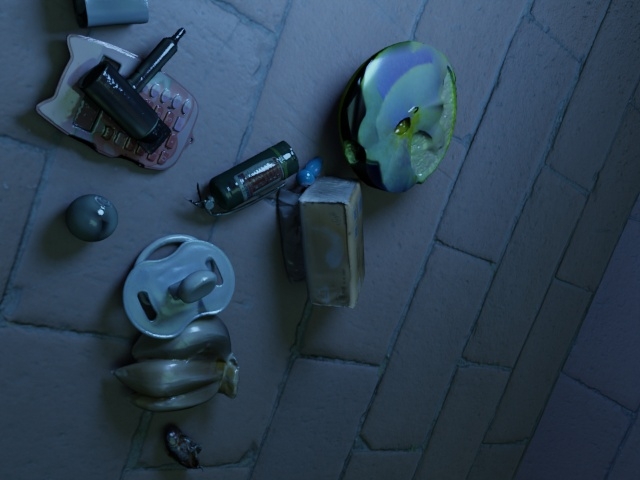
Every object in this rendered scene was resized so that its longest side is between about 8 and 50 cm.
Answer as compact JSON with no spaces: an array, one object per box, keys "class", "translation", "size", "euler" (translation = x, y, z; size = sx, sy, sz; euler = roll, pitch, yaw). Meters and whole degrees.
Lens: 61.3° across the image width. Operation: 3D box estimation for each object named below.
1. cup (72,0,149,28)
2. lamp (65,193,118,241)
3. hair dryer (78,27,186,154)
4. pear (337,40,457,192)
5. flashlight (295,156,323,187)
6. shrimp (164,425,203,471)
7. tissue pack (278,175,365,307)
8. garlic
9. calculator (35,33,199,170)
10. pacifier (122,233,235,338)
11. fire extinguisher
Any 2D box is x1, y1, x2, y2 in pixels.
[{"class":"cup","translation":[-0.414,-0.481,1.044],"size":[0.129,0.095,0.128],"euler":[-17,114,-33]},{"class":"lamp","translation":[-0.487,-0.047,1.150],"size":[0.105,0.105,0.105],"euler":[-13,115,-31]},{"class":"hair dryer","translation":[-0.341,-0.331,1.119],"size":[0.248,0.078,0.195],"euler":[-55,135,-14]},{"class":"pear","translation":[0.184,-0.337,1.473],"size":[0.399,0.165,0.398],"euler":[-14,115,-31]},{"class":"flashlight","translation":[-0.025,-0.186,1.429],"size":[0.129,0.051,0.051],"euler":[-60,139,-47]},{"class":"shrimp","translation":[-0.375,0.585,1.499],"size":[0.190,0.075,0.073],"euler":[59,39,-28]},{"class":"tissue pack","translation":[0.000,0.000,1.466],"size":[0.239,0.238,0.305],"euler":[-19,119,-28]},{"class":"garlic","translation":[-0.344,0.311,1.379],"size":[0.325,0.132,0.279],"euler":[16,89,-43]},{"class":"calculator","translation":[-0.413,-0.279,1.155],"size":[0.330,0.048,0.220],"euler":[24,92,-41]},{"class":"pacifier","translation":[-0.319,0.100,1.262],"size":[0.279,0.207,0.227],"euler":[-28,103,-29]},{"class":"fire extinguisher","translation":[-0.191,-0.141,1.330],"size":[0.294,0.093,0.118],"euler":[-33,126,-21]}]
